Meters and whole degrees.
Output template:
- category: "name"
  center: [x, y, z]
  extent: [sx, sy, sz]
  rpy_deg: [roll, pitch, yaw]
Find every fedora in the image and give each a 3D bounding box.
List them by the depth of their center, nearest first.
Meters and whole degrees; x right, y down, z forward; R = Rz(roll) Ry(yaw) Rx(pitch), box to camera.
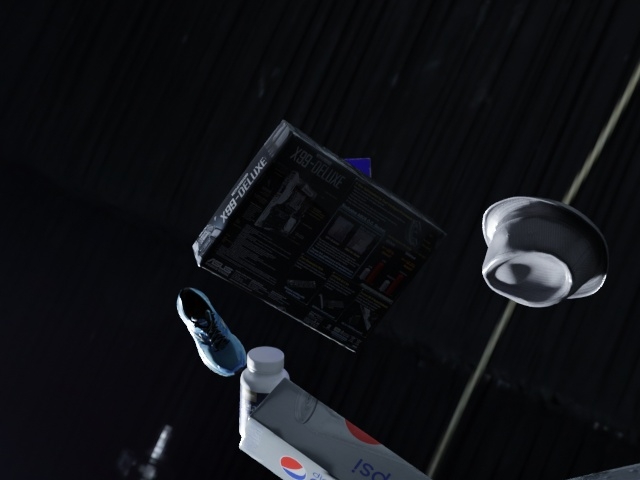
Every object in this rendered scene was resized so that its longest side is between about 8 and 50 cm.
- category: "fedora"
  center: [0.406, 0.042, 1.781]
  extent: [0.275, 0.124, 0.244]
  rpy_deg: [0, 125, 44]

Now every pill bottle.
- category: "pill bottle"
  center: [-0.107, 0.294, 1.785]
  extent: [0.094, 0.169, 0.094]
  rpy_deg: [2, -162, -1]

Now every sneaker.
- category: "sneaker"
  center: [-0.174, 0.139, 1.429]
  extent: [0.162, 0.063, 0.073]
  rpy_deg: [51, 171, 15]

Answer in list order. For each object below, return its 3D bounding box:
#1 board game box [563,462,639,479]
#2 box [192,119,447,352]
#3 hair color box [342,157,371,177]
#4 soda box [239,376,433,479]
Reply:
- category: "board game box"
  center: [0.516, 0.366, 1.290]
  extent: [0.390, 0.050, 0.390]
  rpy_deg: [-14, 177, 5]
- category: "box"
  center: [0.000, 0.000, 1.420]
  extent: [0.307, 0.242, 0.076]
  rpy_deg: [31, -167, -24]
- category: "hair color box"
  center: [-0.022, -0.068, 1.886]
  extent: [0.110, 0.185, 0.339]
  rpy_deg: [-5, -175, -30]
- category: "soda box"
  center: [0.026, 0.331, 1.370]
  extent: [0.286, 0.098, 0.091]
  rpy_deg: [33, 136, 15]
